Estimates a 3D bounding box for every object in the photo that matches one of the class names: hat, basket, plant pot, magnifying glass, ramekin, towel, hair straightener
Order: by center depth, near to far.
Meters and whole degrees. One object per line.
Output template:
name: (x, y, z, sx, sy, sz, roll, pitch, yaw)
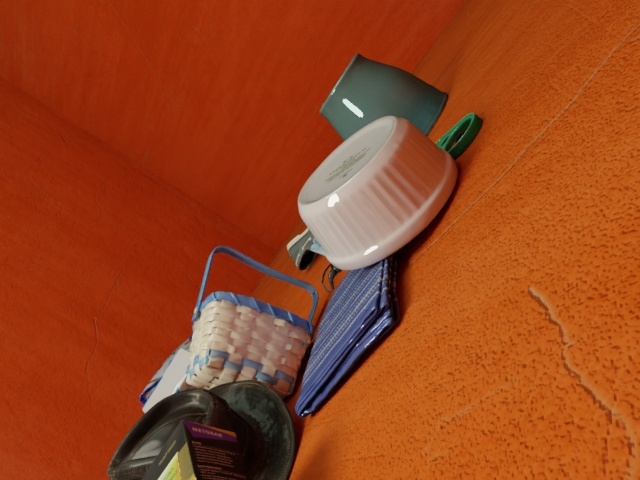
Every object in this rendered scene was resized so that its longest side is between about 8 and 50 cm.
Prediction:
hat: (-0.208, 0.317, 0.716, 0.332, 0.134, 0.331, -23, 35, 17)
towel: (0.058, 0.112, 0.820, 0.243, 0.040, 0.336, -55, 5, 26)
ramekin: (0.081, -0.089, 0.824, 0.273, 0.127, 0.272, -38, 21, 18)
magnifying glass: (0.235, -0.184, 0.930, 0.092, 0.026, 0.231, -57, 6, -3)
basket: (-0.139, 0.168, 0.989, 0.201, 0.255, 0.288, -46, 24, 51)
hair straightener: (0.070, 0.015, 1.046, 0.230, 0.047, 0.089, -57, 6, -19)
plant pot: (0.147, -0.341, 1.298, 0.271, 0.255, 0.271, -56, 7, 11)

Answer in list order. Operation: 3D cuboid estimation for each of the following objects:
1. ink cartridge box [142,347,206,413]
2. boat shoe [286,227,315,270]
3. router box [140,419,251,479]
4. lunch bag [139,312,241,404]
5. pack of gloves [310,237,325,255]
ink cartridge box: (-0.246, 0.347, 1.054, 0.086, 0.203, 0.148, 6, 59, 49)
boat shoe: (0.000, 0.000, 1.573, 0.319, 0.116, 0.098, -39, 61, 48)
router box: (-0.169, 0.392, 0.508, 0.308, 0.081, 0.243, -56, 33, 7)
lunch bag: (-0.333, 0.372, 1.554, 0.385, 0.239, 0.328, -40, 8, 4)
pack of gloves: (0.080, -0.030, 0.963, 0.195, 0.046, 0.232, -47, 20, -9)
